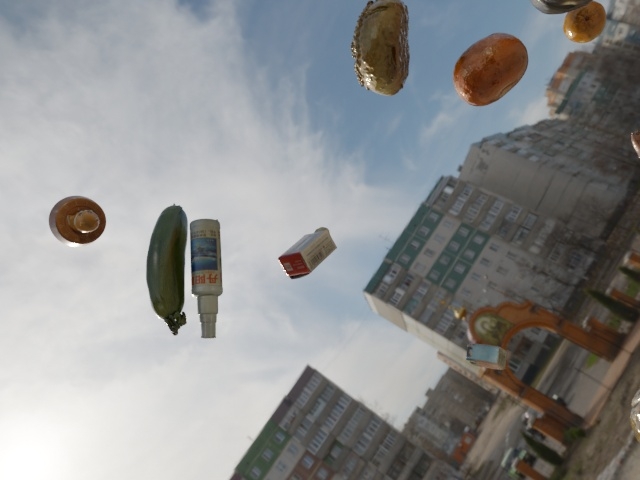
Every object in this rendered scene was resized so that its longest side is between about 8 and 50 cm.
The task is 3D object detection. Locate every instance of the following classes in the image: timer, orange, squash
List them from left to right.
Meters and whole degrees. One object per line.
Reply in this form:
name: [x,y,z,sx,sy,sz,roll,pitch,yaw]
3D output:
timer: [-0.583,-0.047,1.175,0.132,0.152,0.131,-2,-87,-37]
squash: [-0.289,0.029,0.906,0.071,0.318,0.080,-3,-41,-11]
orange: [0.489,-0.501,1.393,0.224,0.170,0.224,-35,-14,-10]
orange: [0.554,-0.459,1.004,0.070,0.083,0.083,-32,-37,-54]

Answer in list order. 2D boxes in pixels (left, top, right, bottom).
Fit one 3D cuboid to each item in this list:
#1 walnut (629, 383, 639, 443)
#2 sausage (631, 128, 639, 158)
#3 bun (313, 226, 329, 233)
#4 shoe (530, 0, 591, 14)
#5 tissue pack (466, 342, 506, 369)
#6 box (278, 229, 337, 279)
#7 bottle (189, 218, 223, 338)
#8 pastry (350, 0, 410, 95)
walnut: [0.907,0.420,1.107,0.333,0.333,0.332,-42,-31,-33]
sausage: [0.597,-0.130,0.849,0.036,0.157,0.042,-19,-22,17]
bun: [0.000,0.000,2.004,0.115,0.069,0.115,3,-90,-75]
shoe: [0.363,-0.559,0.730,0.171,0.383,0.237,-24,6,4]
tissue pack: [0.472,0.328,1.355,0.074,0.094,0.058,34,-116,-43]
box: [-0.045,0.050,1.745,0.182,0.133,0.099,-43,-71,-43]
bottle: [-0.207,0.070,0.876,0.060,0.060,0.217,23,-122,-64]
pastry: [0.196,-0.651,1.613,0.315,0.184,0.284,77,-155,-43]
